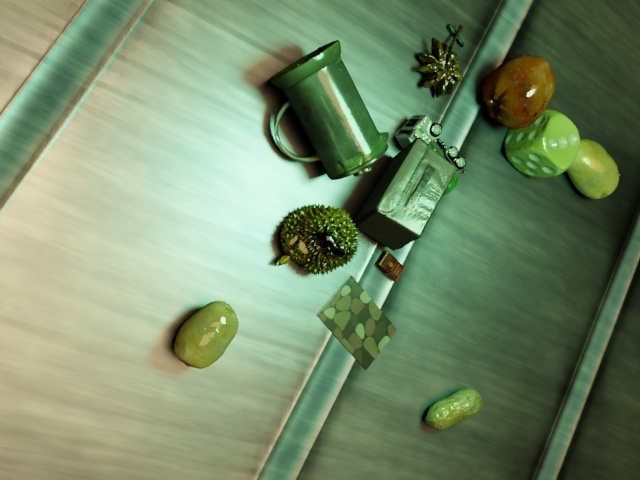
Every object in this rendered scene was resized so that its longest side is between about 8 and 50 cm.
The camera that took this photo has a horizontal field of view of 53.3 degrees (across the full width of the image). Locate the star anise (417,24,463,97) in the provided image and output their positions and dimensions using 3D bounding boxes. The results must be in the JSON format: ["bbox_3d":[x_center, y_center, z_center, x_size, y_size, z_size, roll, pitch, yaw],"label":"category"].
[{"bbox_3d":[0.365,-0.550,1.922,0.177,0.073,0.234,1,86,-34],"label":"star anise"}]

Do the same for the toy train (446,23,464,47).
[{"bbox_3d":[0.423,-0.637,1.988,0.083,0.017,0.017,47,61,-21],"label":"toy train"}]

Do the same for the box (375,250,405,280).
[{"bbox_3d":[0.202,0.074,1.850,0.082,0.023,0.052,43,69,-23],"label":"box"}]

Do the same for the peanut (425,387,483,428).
[{"bbox_3d":[0.408,0.507,1.934,0.213,0.099,0.100,-13,96,-24],"label":"peanut"}]

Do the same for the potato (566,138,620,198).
[{"bbox_3d":[0.947,-0.254,2.230,0.234,0.146,0.150,49,37,-20],"label":"potato"}]

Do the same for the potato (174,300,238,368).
[{"bbox_3d":[-0.269,0.224,1.525,0.118,0.109,0.178,44,68,-8],"label":"potato"}]

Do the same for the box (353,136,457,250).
[{"bbox_3d":[0.235,-0.121,1.767,0.153,0.188,0.252,34,70,-9],"label":"box"}]

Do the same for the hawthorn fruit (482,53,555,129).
[{"bbox_3d":[0.640,-0.490,2.005,0.299,0.211,0.211,-45,111,-23],"label":"hawthorn fruit"}]

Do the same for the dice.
[{"bbox_3d":[0.717,-0.313,2.068,0.169,0.169,0.166,34,73,-25],"label":"dice"}]

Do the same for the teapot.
[{"bbox_3d":[0.011,-0.308,1.660,0.270,0.200,0.337,-30,108,0],"label":"teapot"}]

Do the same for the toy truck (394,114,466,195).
[{"bbox_3d":[0.327,-0.250,1.884,0.125,0.101,0.242,-46,114,-10],"label":"toy truck"}]

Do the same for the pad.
[{"bbox_3d":[0.108,0.233,1.805,0.158,0.003,0.235,-48,111,-22],"label":"pad"}]

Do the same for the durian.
[{"bbox_3d":[0.000,0.000,1.667,0.237,0.137,0.194,-37,107,-25],"label":"durian"}]
